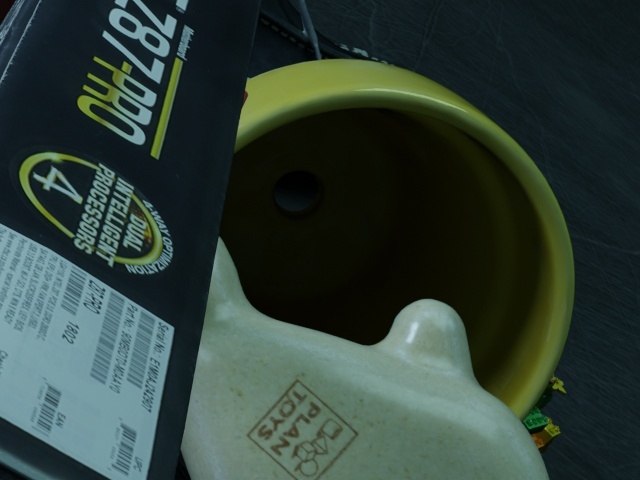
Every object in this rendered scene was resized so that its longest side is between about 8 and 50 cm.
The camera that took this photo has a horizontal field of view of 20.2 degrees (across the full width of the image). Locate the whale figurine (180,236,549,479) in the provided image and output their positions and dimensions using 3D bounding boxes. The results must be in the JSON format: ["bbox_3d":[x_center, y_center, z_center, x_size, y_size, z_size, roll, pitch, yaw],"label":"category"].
[{"bbox_3d":[-0.006,0.116,0.955,0.272,0.216,0.141,41,-10,2],"label":"whale figurine"}]

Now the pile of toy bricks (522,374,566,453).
[{"bbox_3d":[0.121,0.118,1.207,0.118,0.105,0.212,47,25,18],"label":"pile of toy bricks"}]

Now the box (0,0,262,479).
[{"bbox_3d":[-0.148,0.075,0.629,0.097,0.318,0.395,32,23,-14],"label":"box"}]

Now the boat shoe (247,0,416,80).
[{"bbox_3d":[-0.099,-0.197,1.354,0.500,0.156,0.187,22,8,-33],"label":"boat shoe"}]

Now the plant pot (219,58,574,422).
[{"bbox_3d":[0.000,0.000,1.100,0.254,0.254,0.239,30,11,-19],"label":"plant pot"}]

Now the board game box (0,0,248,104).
[{"bbox_3d":[-0.162,-0.037,0.881,0.145,0.281,0.027,34,52,-13],"label":"board game box"}]
